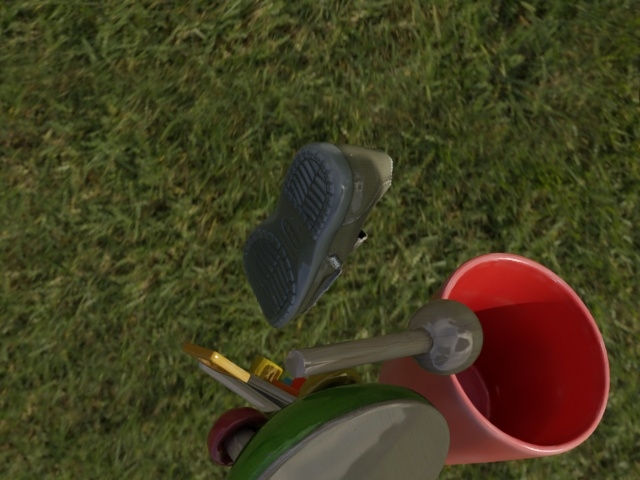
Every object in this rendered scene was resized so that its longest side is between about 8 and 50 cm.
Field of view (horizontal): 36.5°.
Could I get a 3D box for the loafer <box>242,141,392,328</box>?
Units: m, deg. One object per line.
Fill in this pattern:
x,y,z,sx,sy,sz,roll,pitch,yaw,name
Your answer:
0.000,0.000,0.878,0.087,0.094,0.251,-15,157,-29,loafer

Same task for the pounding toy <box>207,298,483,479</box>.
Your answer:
-0.003,0.128,0.695,0.183,0.110,0.236,-4,128,-35,pounding toy

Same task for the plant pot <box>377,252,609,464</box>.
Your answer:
0.217,0.190,1.349,0.275,0.275,0.243,31,145,-10,plant pot

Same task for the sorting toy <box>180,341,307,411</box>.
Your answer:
-0.029,0.191,1.182,0.347,0.196,0.047,46,66,-49,sorting toy
